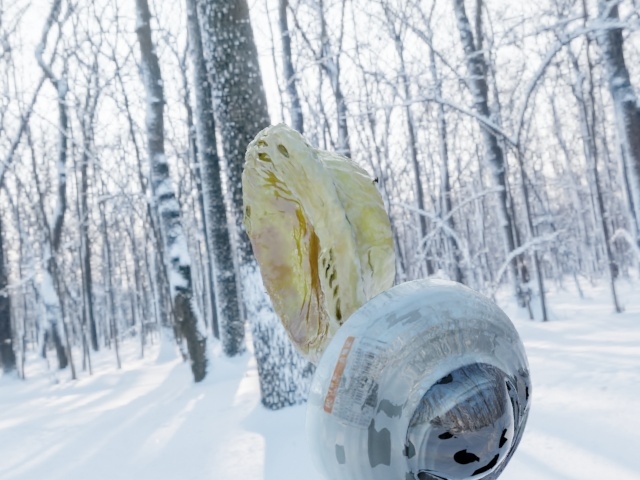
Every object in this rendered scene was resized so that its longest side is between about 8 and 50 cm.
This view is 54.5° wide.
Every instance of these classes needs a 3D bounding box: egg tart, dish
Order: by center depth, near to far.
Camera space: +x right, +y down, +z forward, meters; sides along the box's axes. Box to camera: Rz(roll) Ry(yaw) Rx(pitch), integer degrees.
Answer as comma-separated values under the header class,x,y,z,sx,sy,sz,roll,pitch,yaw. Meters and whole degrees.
class,x,y,z,sx,sy,sz,roll,pitch,yaw
dish,0.134,0.186,0.634,0.273,0.273,0.134,-4,13,-26
egg tart,0.000,0.000,0.944,0.169,0.387,0.388,-15,-2,-17
